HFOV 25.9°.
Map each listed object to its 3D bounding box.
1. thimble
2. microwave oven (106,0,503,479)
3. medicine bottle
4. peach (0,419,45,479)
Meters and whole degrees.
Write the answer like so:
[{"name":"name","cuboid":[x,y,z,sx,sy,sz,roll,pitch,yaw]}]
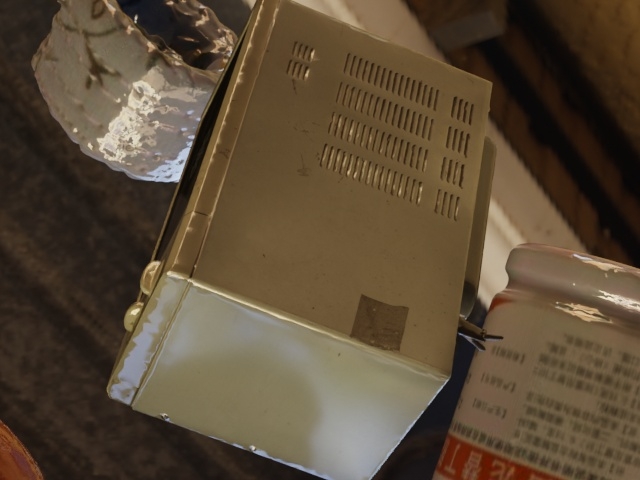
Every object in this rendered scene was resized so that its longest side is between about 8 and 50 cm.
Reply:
[{"name":"thimble","cuboid":[-0.138,-0.127,1.069,0.151,0.118,0.127,50,-147,20]},{"name":"microwave oven","cuboid":[0.000,0.000,0.838,0.194,0.145,0.240,23,-133,-11]},{"name":"medicine bottle","cuboid":[0.188,0.178,1.033,0.202,0.202,0.315,21,-94,-34]},{"name":"peach","cuboid":[-0.368,0.275,1.346,0.232,0.257,0.232,-10,-65,-22]}]
